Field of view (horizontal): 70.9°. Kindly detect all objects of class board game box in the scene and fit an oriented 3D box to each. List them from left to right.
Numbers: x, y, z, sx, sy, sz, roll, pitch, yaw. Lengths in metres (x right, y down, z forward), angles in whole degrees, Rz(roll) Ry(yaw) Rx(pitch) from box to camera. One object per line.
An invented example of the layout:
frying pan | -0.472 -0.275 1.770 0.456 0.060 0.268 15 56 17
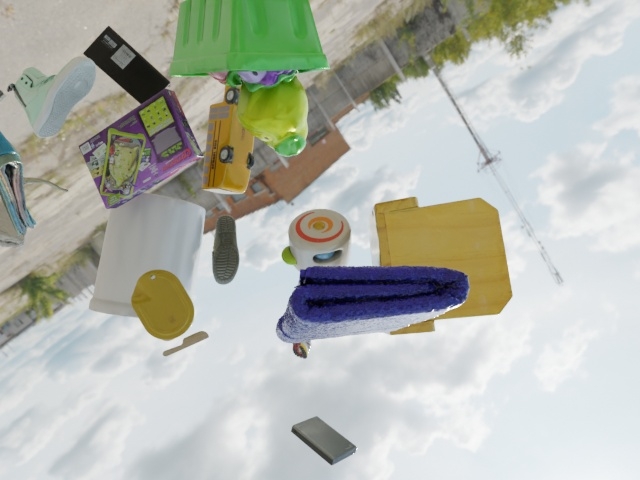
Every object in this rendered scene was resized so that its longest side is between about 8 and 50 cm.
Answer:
board game box | -0.521 -0.255 1.291 0.346 0.208 0.056 -24 175 18

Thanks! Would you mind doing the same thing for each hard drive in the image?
hard drive | 0.008 0.476 1.073 0.135 0.022 0.094 23 -168 39

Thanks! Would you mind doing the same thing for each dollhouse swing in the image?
dollhouse swing | 0.310 0.068 1.247 0.304 0.347 0.315 -7 171 0

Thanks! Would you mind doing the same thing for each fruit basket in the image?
fruit basket | -0.158 -0.369 1.046 0.282 0.393 0.392 -15 -179 -34

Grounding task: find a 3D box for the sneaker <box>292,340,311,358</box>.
sneaker | -0.091 0.407 1.951 0.087 0.226 0.093 8 -141 24

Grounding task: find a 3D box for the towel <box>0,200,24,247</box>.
towel | -0.919 -0.060 1.149 0.049 0.282 0.187 -58 -137 19

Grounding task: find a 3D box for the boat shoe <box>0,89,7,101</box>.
boat shoe | -0.898 -0.359 1.194 0.125 0.038 0.046 -50 -145 -15

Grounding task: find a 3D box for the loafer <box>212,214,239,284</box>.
loafer | -0.335 0.038 1.587 0.087 0.094 0.252 132 -39 -63

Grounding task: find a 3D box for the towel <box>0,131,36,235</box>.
towel | -0.607 -0.221 0.801 0.040 0.370 0.271 -23 169 -34

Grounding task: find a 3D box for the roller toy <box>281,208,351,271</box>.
roller toy | 0.000 0.000 1.358 0.191 0.146 0.209 19 -134 22

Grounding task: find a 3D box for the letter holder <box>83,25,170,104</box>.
letter holder | -0.800 -0.708 1.895 0.152 0.302 0.214 -49 -160 -3

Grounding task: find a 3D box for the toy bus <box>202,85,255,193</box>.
toy bus | -0.279 -0.316 1.394 0.130 0.333 0.108 4 178 37

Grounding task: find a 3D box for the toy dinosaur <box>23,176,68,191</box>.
toy dinosaur | -0.807 -0.148 1.143 0.267 0.064 0.118 6 -170 -1

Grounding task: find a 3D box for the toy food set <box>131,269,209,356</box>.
toy food set | -0.378 0.178 1.122 0.128 0.218 0.071 -31 172 -11

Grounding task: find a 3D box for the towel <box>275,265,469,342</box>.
towel | 0.052 0.094 0.660 0.227 0.076 0.308 -5 164 -10

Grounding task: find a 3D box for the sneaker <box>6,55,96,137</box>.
sneaker | -0.660 -0.388 1.090 0.255 0.151 0.094 -37 177 25

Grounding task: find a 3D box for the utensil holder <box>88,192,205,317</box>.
utensil holder | -0.569 0.057 1.522 0.327 0.327 0.386 -7 -106 62
